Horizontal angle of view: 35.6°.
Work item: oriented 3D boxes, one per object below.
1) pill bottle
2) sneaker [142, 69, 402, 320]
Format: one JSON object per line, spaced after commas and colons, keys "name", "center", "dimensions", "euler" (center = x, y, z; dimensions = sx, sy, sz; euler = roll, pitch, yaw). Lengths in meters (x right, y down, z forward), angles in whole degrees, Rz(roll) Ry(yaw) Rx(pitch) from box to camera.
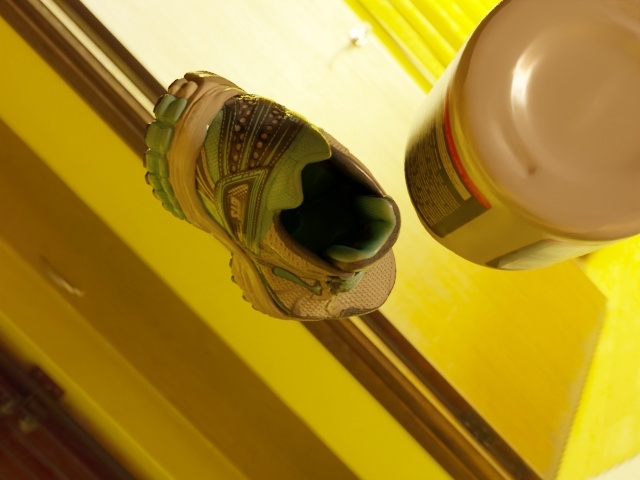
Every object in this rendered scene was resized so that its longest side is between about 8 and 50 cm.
{"name": "pill bottle", "center": [0.096, -0.041, 0.465], "dimensions": [0.108, 0.108, 0.180], "euler": [-45, -1, -9]}
{"name": "sneaker", "center": [0.000, 0.000, 0.661], "dimensions": [0.110, 0.122, 0.283], "euler": [-64, -32, -9]}
